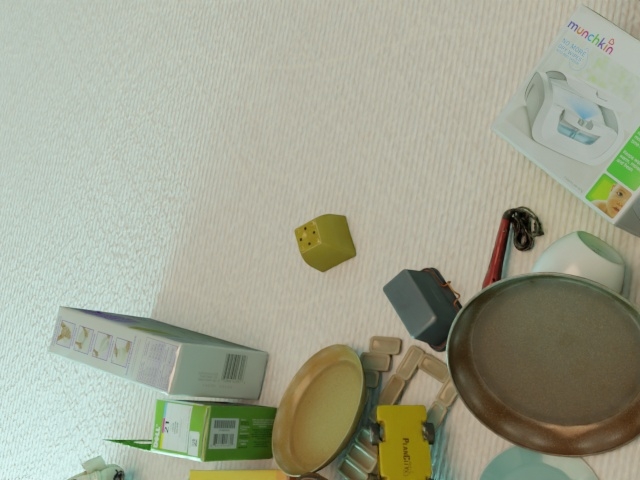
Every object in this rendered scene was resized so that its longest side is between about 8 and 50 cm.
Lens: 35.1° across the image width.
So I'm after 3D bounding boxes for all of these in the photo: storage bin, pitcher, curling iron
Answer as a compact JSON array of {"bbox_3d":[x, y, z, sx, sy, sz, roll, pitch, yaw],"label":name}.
[{"bbox_3d":[0.170,0.103,1.637,0.098,0.091,0.135,-43,60,21],"label":"storage bin"},{"bbox_3d":[0.374,0.107,1.484,0.177,0.125,0.207,37,114,14],"label":"pitcher"},{"bbox_3d":[0.279,0.074,1.581,0.068,0.035,0.274,18,84,35],"label":"curling iron"}]

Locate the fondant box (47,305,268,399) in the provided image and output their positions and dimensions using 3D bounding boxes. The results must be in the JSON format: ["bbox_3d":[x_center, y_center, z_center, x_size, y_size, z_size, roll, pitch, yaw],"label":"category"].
[{"bbox_3d":[-0.299,0.206,1.862,0.330,0.238,0.096,10,87,37],"label":"fondant box"}]

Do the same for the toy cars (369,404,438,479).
[{"bbox_3d":[0.199,0.418,1.531,0.176,0.087,0.393,-36,63,-24],"label":"toy cars"}]

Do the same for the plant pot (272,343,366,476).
[{"bbox_3d":[0.003,0.289,1.704,0.236,0.032,0.236,-40,33,32],"label":"plant pot"}]

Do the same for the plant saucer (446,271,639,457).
[{"bbox_3d":[0.336,0.171,1.442,0.310,0.050,0.311,10,121,18],"label":"plant saucer"}]

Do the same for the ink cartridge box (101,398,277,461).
[{"bbox_3d":[-0.237,0.333,1.821,0.255,0.188,0.097,1,82,36],"label":"ink cartridge box"}]

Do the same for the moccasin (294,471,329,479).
[{"bbox_3d":[0.094,0.515,1.579,0.380,0.147,0.139,33,84,17],"label":"moccasin"}]

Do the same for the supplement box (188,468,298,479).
[{"bbox_3d":[-0.127,0.444,1.790,0.233,0.080,0.078,-8,75,33],"label":"supplement box"}]

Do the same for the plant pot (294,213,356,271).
[{"bbox_3d":[0.000,0.000,1.786,0.081,0.083,0.081,-28,66,28],"label":"plant pot"}]

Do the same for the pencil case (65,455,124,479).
[{"bbox_3d":[-0.389,0.621,1.887,0.183,0.160,0.410,-48,55,38],"label":"pencil case"}]

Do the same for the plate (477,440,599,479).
[{"bbox_3d":[0.318,0.385,1.474,0.188,0.024,0.188,-6,56,8],"label":"plate"}]

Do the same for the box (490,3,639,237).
[{"bbox_3d":[0.431,-0.175,1.488,0.262,0.126,0.231,47,110,34],"label":"box"}]

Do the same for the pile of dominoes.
[{"bbox_3d":[0.112,0.290,1.688,0.196,0.040,0.251,32,91,36],"label":"pile of dominoes"}]
